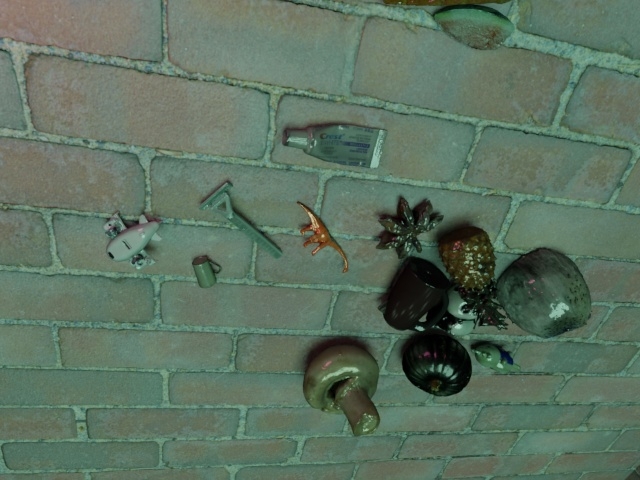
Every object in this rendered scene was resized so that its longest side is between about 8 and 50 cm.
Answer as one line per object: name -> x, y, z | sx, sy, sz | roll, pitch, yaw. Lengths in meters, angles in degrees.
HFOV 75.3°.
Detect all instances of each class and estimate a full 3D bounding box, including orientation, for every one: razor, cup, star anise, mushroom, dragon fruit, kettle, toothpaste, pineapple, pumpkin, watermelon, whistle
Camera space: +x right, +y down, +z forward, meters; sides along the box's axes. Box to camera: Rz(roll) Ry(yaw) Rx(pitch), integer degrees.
razor -> -0.207, -0.036, 1.183 | 0.111, 0.056, 0.278 | -38, 120, 12
cup -> -0.339, 0.093, 1.242 | 0.075, 0.054, 0.083 | -12, 121, -1
star anise -> 0.259, -0.036, 1.255 | 0.197, 0.073, 0.212 | 19, 114, -23
mushroom -> 0.087, 0.531, 1.451 | 0.293, 0.290, 0.292 | -7, 123, -11
dragon fruit -> 0.760, 0.180, 1.395 | 0.283, 0.221, 0.204 | -28, 128, 11
kettle -> 0.319, 0.197, 1.372 | 0.202, 0.144, 0.232 | 21, 122, -11
toothpaste -> 0.039, -0.253, 1.094 | 0.283, 0.068, 0.099 | 3, 149, -19
pineapple -> 0.486, 0.133, 1.288 | 0.169, 0.169, 0.340 | -22, 97, 4
pumpkin -> 0.426, 0.466, 1.521 | 0.250, 0.216, 0.249 | 10, 123, 16
watermelon -> 0.358, -0.513, 0.981 | 0.180, 0.081, 0.094 | 25, 132, -6
whistle -> 0.695, 0.465, 1.631 | 0.244, 0.110, 0.092 | 23, 81, -20

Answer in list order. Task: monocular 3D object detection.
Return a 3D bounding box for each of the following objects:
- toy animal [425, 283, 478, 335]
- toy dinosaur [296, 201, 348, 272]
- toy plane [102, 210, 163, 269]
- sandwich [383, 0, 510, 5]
toy animal -> 0.476, 0.234, 1.423 | 0.166, 0.138, 0.179 | 4, 127, -31
toy dinosaur -> 0.003, 0.002, 1.243 | 0.101, 0.055, 0.279 | -34, 121, -15
toy plane -> -0.512, -0.002, 1.139 | 0.174, 0.080, 0.174 | 0, 107, 1
sandwich -> 0.313, -0.579, 0.902 | 0.254, 0.288, 0.099 | -45, 140, -34
